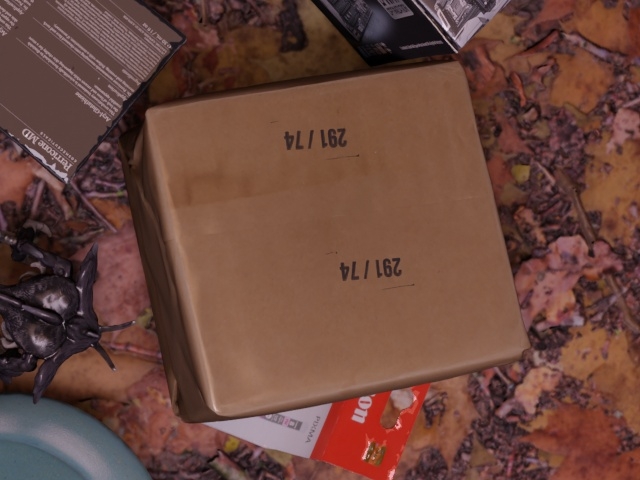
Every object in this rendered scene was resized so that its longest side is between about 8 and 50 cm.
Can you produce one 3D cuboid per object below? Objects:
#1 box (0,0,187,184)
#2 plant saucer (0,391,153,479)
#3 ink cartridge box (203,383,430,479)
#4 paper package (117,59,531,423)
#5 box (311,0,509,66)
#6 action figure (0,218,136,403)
[{"bbox_3d":[-0.288,-0.206,1.853,0.261,0.103,0.184,40,85,-12],"label":"box"},{"bbox_3d":[-0.298,0.306,1.874,0.317,0.043,0.318,2,97,14],"label":"plant saucer"},{"bbox_3d":[0.003,0.130,1.965,0.232,0.066,0.189,22,91,-7],"label":"ink cartridge box"},{"bbox_3d":[0.000,0.000,1.846,0.324,0.168,0.309,-11,86,-16],"label":"paper package"},{"bbox_3d":[0.030,-0.279,1.797,0.076,0.307,0.242,-45,102,-7],"label":"box"},{"bbox_3d":[-0.306,0.052,1.861,0.275,0.141,0.164,22,90,4],"label":"action figure"}]
